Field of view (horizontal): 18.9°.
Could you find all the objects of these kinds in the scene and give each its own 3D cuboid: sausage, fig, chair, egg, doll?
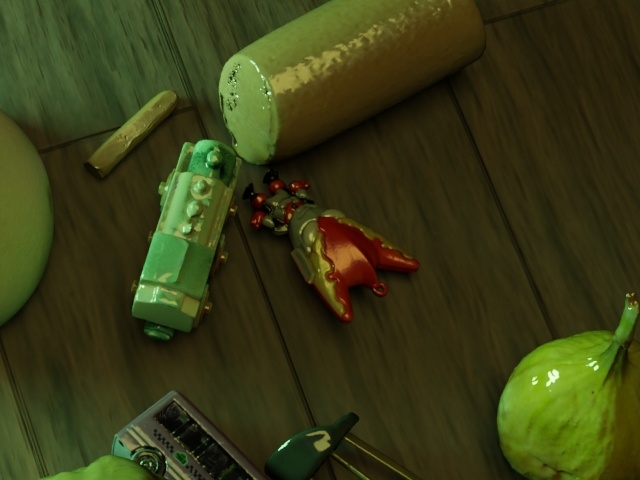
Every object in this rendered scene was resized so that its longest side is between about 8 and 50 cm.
[{"bbox_3d":[-0.180,-0.105,1.856,0.026,0.026,0.116,41,70,9],"label":"sausage"},{"bbox_3d":[0.249,0.126,1.701,0.159,0.257,0.159,3,53,-4],"label":"fig"},{"bbox_3d":[0.063,0.233,1.726,0.221,0.104,0.095,35,44,2],"label":"chair"},{"bbox_3d":[-0.350,-0.023,1.733,0.206,0.162,0.271,36,71,9],"label":"egg"},{"bbox_3d":[0.024,-0.171,1.853,0.253,0.123,0.123,-30,76,-16],"label":"sausage"},{"bbox_3d":[0.000,0.000,1.823,0.169,0.057,0.109,38,52,22],"label":"doll"}]

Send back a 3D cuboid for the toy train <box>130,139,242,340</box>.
[{"bbox_3d":[-0.121,-0.005,1.773,0.081,0.125,0.194,17,69,-4],"label":"toy train"}]

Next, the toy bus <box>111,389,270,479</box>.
[{"bbox_3d":[-0.100,0.223,1.709,0.178,0.087,0.098,44,65,12],"label":"toy bus"}]

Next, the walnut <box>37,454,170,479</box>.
[{"bbox_3d":[-0.185,0.328,1.560,0.253,0.277,0.282,45,66,-2],"label":"walnut"}]
